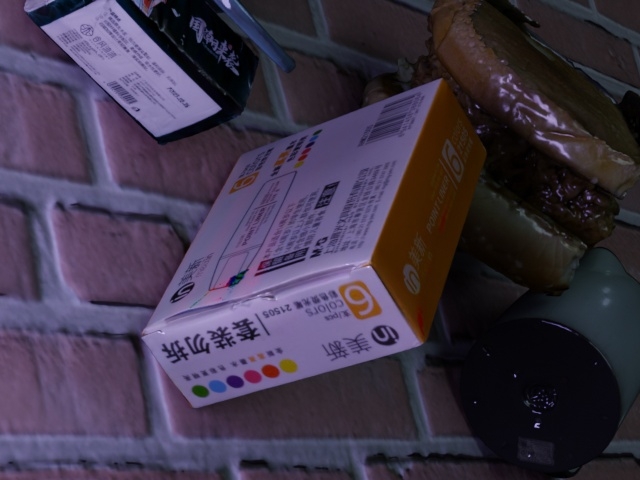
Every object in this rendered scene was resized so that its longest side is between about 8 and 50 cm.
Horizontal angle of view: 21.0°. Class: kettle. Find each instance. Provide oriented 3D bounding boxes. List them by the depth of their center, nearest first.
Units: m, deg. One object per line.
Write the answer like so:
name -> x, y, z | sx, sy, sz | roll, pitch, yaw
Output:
kettle -> 0.254, 0.142, 1.771 | 0.236, 0.161, 0.221 | -39, 132, -61

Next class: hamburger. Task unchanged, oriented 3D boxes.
hamburger -> 0.186, -0.112, 1.707 | 0.277, 0.195, 0.318 | 35, 22, -1

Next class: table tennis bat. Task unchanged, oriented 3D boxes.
table tennis bat -> -0.079, -0.206, 1.450 | 0.153, 0.040, 0.244 | 46, 4, -15

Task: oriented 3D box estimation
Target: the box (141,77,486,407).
box -> 0.000, 0.000, 1.377 | 0.091, 0.221, 0.274 | 58, 34, -23

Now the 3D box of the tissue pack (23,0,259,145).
tissue pack -> -0.141, -0.165, 1.377 | 0.170, 0.103, 0.090 | 45, 44, -33
